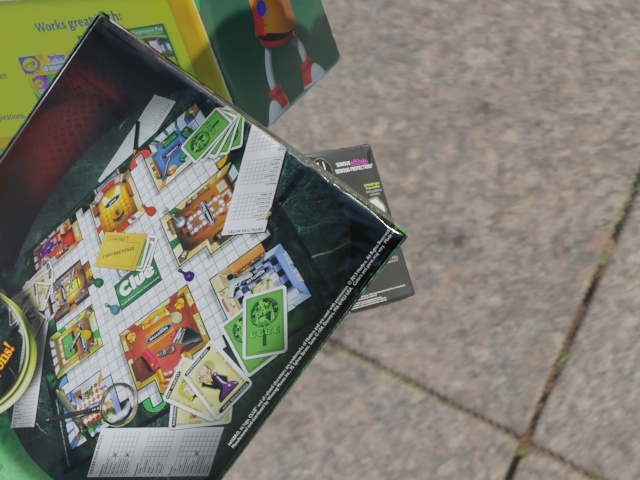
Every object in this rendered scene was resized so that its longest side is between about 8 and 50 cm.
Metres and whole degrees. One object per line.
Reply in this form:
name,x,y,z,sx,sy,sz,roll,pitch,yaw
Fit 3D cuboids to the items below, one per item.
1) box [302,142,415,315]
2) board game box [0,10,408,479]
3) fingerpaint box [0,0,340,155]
box,0.000,0.000,0.766,0.062,0.052,0.083,-20,84,45
board game box,-0.098,0.060,0.552,0.136,0.030,0.259,36,100,-8
fingerpaint box,-0.251,-0.261,1.212,0.445,0.163,0.371,-2,120,36
